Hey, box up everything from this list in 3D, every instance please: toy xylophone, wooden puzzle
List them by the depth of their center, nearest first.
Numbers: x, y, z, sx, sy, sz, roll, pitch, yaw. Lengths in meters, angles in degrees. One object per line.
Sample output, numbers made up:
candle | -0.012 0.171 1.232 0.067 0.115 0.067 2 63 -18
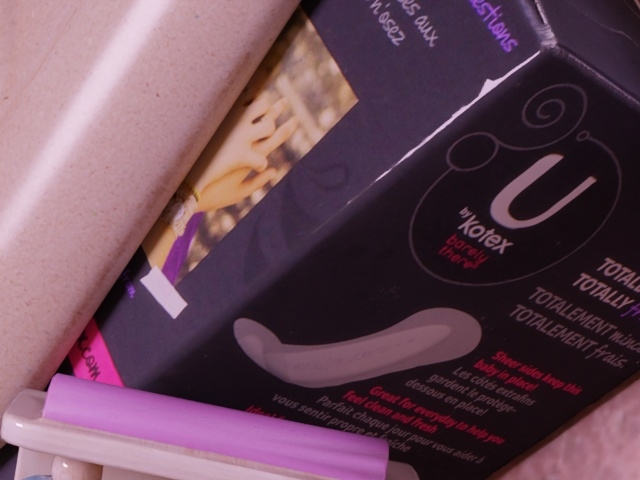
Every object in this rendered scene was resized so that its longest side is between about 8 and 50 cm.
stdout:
toy xylophone | -0.086 0.179 0.562 0.081 0.236 0.322 -86 0 -71
wooden puzzle | -0.135 -0.144 0.644 0.322 0.080 0.348 -56 46 9

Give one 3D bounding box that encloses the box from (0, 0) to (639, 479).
box | 0.000 0.000 0.635 0.270 0.165 0.143 -39 49 23
